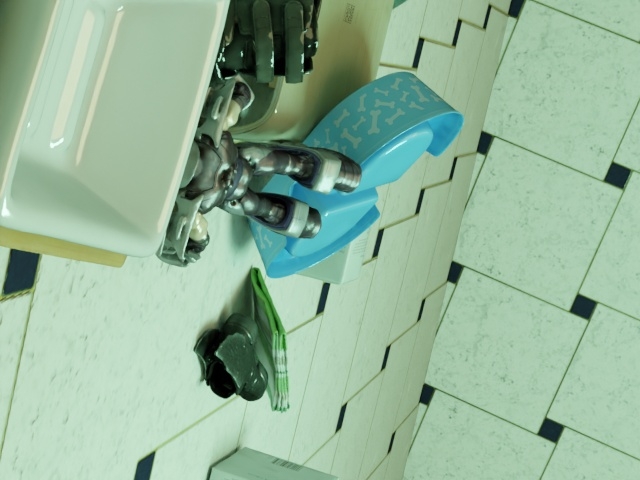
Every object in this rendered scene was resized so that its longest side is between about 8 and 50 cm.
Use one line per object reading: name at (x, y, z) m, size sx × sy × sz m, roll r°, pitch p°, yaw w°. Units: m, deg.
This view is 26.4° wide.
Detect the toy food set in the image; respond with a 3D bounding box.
toy food set at (-0.011, -0.246, 1.426) m, size 0.220 × 0.092 × 0.306 m, roll 2°, pitch 102°, yaw -65°

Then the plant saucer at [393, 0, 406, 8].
plant saucer at (0.127, -0.341, 1.774) m, size 0.037 × 0.195 × 0.195 m, roll 59°, pitch 25°, yaw -8°

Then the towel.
towel at (-0.064, 0.120, 1.618) m, size 0.152 × 0.023 × 0.113 m, roll 89°, pitch -19°, yaw -46°

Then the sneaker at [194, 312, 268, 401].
sneaker at (-0.101, 0.148, 1.543) m, size 0.170 × 0.051 × 0.089 m, roll 85°, pitch 23°, yaw -45°

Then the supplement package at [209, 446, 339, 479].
supplement package at (-0.083, 0.404, 1.710) m, size 0.134 × 0.139 × 0.244 m, roll -11°, pitch 117°, yaw -75°

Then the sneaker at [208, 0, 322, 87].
sneaker at (-0.087, -0.143, 1.039) m, size 0.104 × 0.147 × 0.295 m, roll 92°, pitch 19°, yaw -51°

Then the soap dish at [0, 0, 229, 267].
soap dish at (-0.162, -0.109, 0.821) m, size 0.291 × 0.118 × 0.228 m, roll 22°, pitch 83°, yaw -77°

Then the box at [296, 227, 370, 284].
box at (0.000, 0.000, 1.678) m, size 0.101 × 0.102 × 0.087 m, roll -12°, pitch 114°, yaw -77°

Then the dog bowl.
dog bowl at (0.027, -0.071, 1.479) m, size 0.166 × 0.074 × 0.297 m, roll -18°, pitch 158°, yaw -47°

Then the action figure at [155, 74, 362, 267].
action figure at (-0.082, -0.058, 1.252) m, size 0.285 × 0.099 × 0.185 m, roll 13°, pitch 106°, yaw -59°
